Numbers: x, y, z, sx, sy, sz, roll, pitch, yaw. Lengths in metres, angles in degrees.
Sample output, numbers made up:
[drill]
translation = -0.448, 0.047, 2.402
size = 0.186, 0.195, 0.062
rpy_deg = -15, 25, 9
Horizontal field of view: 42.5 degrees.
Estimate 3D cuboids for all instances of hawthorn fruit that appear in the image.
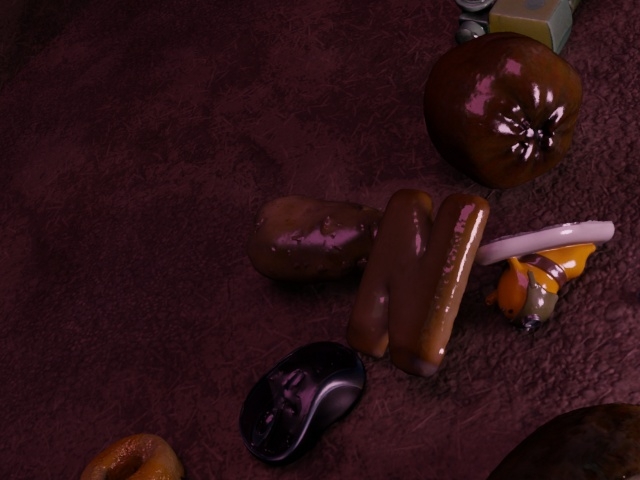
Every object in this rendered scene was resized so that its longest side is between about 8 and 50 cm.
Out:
[hawthorn fruit]
translation = 0.310, -0.246, 1.490
size = 0.267, 0.268, 0.301
rpy_deg = -31, 33, -4

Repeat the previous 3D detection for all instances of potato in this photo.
[potato]
translation = 0.000, 0.000, 1.501
size = 0.296, 0.141, 0.192
rpy_deg = -2, 35, 24

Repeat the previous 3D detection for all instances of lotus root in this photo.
[lotus root]
translation = 0.304, 0.298, 1.033
size = 0.314, 0.142, 0.210
rpy_deg = -40, 31, -12

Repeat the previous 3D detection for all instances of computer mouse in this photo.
[computer mouse]
translation = -0.030, 0.247, 1.307
size = 0.137, 0.096, 0.233
rpy_deg = 24, 62, 40

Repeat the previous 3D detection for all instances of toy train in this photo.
[toy train]
translation = 0.454, -0.541, 1.784
size = 0.253, 0.160, 0.397
rpy_deg = 18, 59, 30

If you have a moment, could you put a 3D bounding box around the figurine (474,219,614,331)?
[figurine]
translation = 0.362, 0.058, 1.284
size = 0.249, 0.166, 0.141
rpy_deg = -10, 77, -12

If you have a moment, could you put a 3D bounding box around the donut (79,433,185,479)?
[donut]
translation = -0.305, 0.374, 1.310
size = 0.162, 0.066, 0.178
rpy_deg = -1, 28, 20

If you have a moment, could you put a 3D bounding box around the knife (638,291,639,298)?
[knife]
translation = 0.614, 0.087, 1.182
size = 0.296, 0.026, 0.044
rpy_deg = 1, 61, 27

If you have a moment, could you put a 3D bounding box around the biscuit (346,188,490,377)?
[biscuit]
translation = 0.144, 0.057, 1.304
size = 0.237, 0.062, 0.291
rpy_deg = 16, 85, 60
